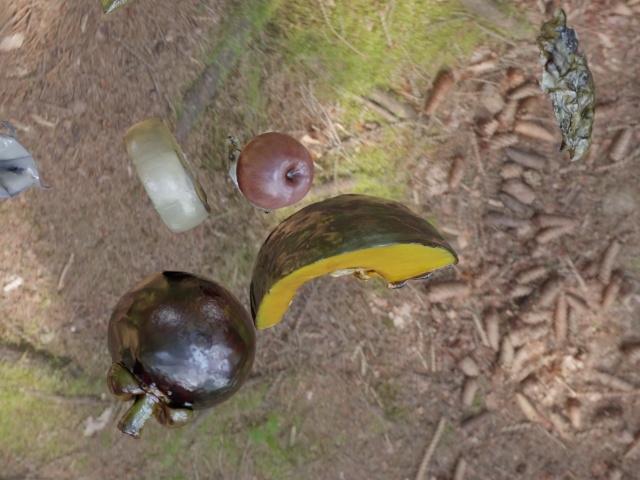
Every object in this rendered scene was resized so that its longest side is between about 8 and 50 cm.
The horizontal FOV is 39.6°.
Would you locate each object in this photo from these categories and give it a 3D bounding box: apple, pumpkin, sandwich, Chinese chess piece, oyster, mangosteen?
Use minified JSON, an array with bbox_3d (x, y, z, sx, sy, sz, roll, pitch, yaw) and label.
[{"bbox_3d":[-0.084,-0.134,1.722,0.153,0.120,0.153,-9,106,-32],"label":"apple"},{"bbox_3d":[0.000,0.000,1.126,0.312,0.148,0.169,-23,152,22],"label":"pumpkin"},{"bbox_3d":[-0.389,-0.510,1.827,0.074,0.074,0.116,20,123,-37],"label":"sandwich"},{"bbox_3d":[-0.323,-0.139,1.883,0.103,0.250,0.250,-26,114,-3],"label":"Chinese chess piece"},{"bbox_3d":[-0.148,-0.158,1.988,0.081,0.163,0.191,-38,108,-27],"label":"oyster"},{"bbox_3d":[0.253,-0.154,0.906,0.051,0.103,0.148,0,125,23],"label":"oyster"},{"bbox_3d":[-0.280,0.201,1.712,0.293,0.297,0.297,-21,118,-40],"label":"mangosteen"}]

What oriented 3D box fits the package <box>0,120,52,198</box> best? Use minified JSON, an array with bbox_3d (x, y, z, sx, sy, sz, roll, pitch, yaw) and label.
[{"bbox_3d":[-0.345,-0.091,0.669,0.204,0.251,0.062,16,87,11],"label":"package"}]
